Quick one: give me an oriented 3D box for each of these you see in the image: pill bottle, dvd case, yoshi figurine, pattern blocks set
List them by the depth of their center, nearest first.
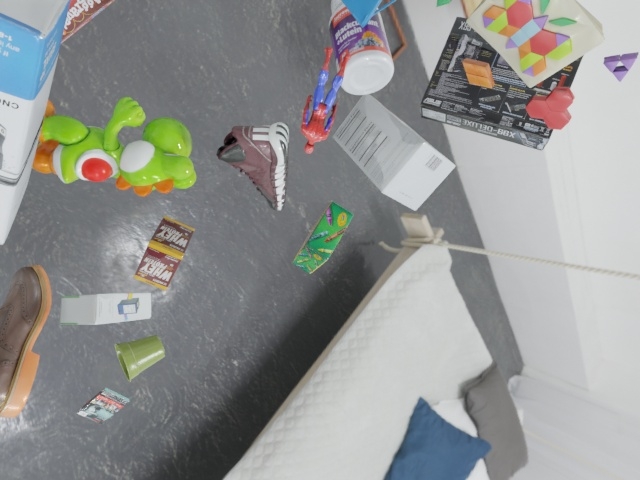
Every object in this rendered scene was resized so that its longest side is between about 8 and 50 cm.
[{"bbox_3d":[0.341,-0.345,0.650,0.325,0.285,0.026,37,66,5],"label":"pattern blocks set"},{"bbox_3d":[0.075,-0.400,0.794,0.108,0.108,0.193,8,65,-40],"label":"pill bottle"},{"bbox_3d":[-0.447,-0.217,0.903,0.362,0.203,0.203,13,98,-3],"label":"yoshi figurine"},{"bbox_3d":[-0.644,0.492,1.187,0.119,0.013,0.087,-41,122,7],"label":"dvd case"}]

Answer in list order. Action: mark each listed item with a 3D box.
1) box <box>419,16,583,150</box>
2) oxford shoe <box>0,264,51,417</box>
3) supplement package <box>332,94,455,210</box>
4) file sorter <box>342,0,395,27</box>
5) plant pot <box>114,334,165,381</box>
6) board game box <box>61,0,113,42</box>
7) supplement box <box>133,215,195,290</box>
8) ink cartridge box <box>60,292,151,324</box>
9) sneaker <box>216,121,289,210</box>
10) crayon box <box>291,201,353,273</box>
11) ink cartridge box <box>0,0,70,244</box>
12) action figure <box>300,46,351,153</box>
[{"bbox_3d":[0.428,-0.382,0.964,0.242,0.307,0.076,-68,161,-1],"label":"box"},{"bbox_3d":[-0.681,0.188,0.860,0.130,0.364,0.133,-43,136,22],"label":"oxford shoe"},{"bbox_3d":[0.160,-0.208,0.923,0.139,0.244,0.134,19,119,-43],"label":"supplement package"},{"bbox_3d":[0.068,-0.451,0.607,0.104,0.118,0.170,-41,95,-18],"label":"file sorter"},{"bbox_3d":[-0.371,0.236,0.833,0.079,0.083,0.083,-20,110,-36],"label":"plant pot"},{"bbox_3d":[-0.832,-0.760,1.296,0.281,0.027,0.145,-39,117,1],"label":"board game box"},{"bbox_3d":[-0.601,0.048,1.551,0.129,0.194,0.191,26,119,-18],"label":"supplement box"},{"bbox_3d":[-0.674,0.214,1.273,0.212,0.154,0.093,18,69,-66],"label":"ink cartridge box"},{"bbox_3d":[-0.157,-0.175,0.944,0.162,0.281,0.106,5,59,-3],"label":"sneaker"},{"bbox_3d":[0.000,0.000,1.296,0.081,0.278,0.165,32,72,-4],"label":"crayon box"},{"bbox_3d":[-0.551,-0.199,0.539,0.285,0.166,0.395,16,131,-33],"label":"ink cartridge box"},{"bbox_3d":[0.002,-0.157,0.461,0.038,0.030,0.115,16,99,-15],"label":"action figure"}]
